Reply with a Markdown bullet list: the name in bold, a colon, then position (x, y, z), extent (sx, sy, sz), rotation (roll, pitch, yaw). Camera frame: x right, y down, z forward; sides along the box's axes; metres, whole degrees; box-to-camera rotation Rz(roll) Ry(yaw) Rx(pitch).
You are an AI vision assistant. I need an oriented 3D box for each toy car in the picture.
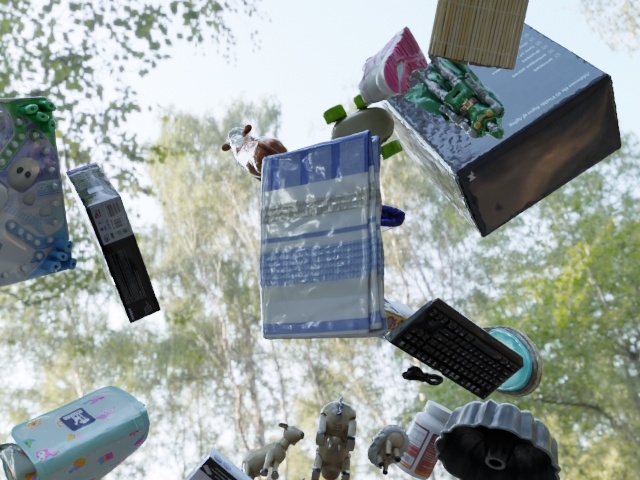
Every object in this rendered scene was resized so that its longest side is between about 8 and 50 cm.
- **toy car**: position (0.086, -0.235, 1.528), extent (0.149, 0.155, 0.188), rotation (-27, 0, -6)

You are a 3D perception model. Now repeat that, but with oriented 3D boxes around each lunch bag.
- **lunch bag**: position (-0.460, 0.385, 1.243), extent (0.224, 0.160, 0.262), rotation (-19, -10, -40)

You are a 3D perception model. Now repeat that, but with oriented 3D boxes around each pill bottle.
- **pill bottle**: position (0.318, 0.600, 2.002), extent (0.121, 0.121, 0.216), rotation (29, -92, -41)

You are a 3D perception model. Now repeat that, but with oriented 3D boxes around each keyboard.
- **keyboard**: position (0.152, 0.141, 0.778), extent (0.180, 0.023, 0.108), rotation (34, -66, -31)

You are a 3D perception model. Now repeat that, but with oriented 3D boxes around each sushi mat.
- **sushi mat**: position (0.281, -0.452, 1.100), extent (0.152, 0.019, 0.316), rotation (10, -74, 4)

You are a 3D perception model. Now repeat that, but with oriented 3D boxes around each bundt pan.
- **bundt pan**: position (0.483, 0.551, 1.784), extent (0.331, 0.124, 0.330), rotation (15, -46, 16)

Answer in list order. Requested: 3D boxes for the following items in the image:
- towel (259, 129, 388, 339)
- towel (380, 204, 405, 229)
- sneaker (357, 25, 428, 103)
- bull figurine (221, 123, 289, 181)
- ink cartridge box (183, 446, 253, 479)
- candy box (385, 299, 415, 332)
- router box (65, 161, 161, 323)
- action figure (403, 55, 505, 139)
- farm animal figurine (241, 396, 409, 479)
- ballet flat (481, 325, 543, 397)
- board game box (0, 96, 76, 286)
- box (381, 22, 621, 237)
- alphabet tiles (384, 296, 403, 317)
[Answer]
- **towel**: position (0.000, 0.000, 0.935), extent (0.209, 0.284, 0.034), rotation (-9, -14, 33)
- **towel**: position (0.067, -0.061, 1.810), extent (0.228, 0.076, 0.308), rotation (3, -7, -22)
- **sneaker**: position (0.148, -0.377, 1.432), extent (0.111, 0.252, 0.103), rotation (-18, -67, 38)
- **bull figurine**: position (-0.138, -0.196, 1.633), extent (0.188, 0.310, 0.101), rotation (43, -94, -22)
- **ink cartridge box**: position (-0.147, 0.477, 1.186), extent (0.207, 0.046, 0.097), rotation (41, -85, -4)
- **candy box**: position (0.168, 0.194, 1.731), extent (0.187, 0.109, 0.053), rotation (13, -74, -28)
- **router box**: position (-0.480, 0.001, 1.529), extent (0.081, 0.243, 0.308), rotation (-23, -57, -20)
- **action figure**: position (0.261, -0.259, 1.219), extent (0.137, 0.232, 0.064), rotation (-49, -36, 17)
- **farm animal figurine**: position (0.001, 0.503, 1.553), extent (0.331, 0.172, 0.326), rotation (24, -70, -4)
- **ballet flat**: position (0.329, 0.220, 1.242), extent (0.123, 0.123, 0.348), rotation (7, -3, -21)
- **board game box**: position (-0.691, -0.081, 1.328), extent (0.050, 0.389, 0.390), rotation (10, 19, 39)
- **box**: position (0.514, -0.351, 1.941), extent (0.480, 0.471, 0.297), rotation (-33, -48, 3)
- **alphabet tiles**: position (0.078, 0.100, 1.638), extent (0.198, 0.237, 0.009), rotation (24, -75, -42)
